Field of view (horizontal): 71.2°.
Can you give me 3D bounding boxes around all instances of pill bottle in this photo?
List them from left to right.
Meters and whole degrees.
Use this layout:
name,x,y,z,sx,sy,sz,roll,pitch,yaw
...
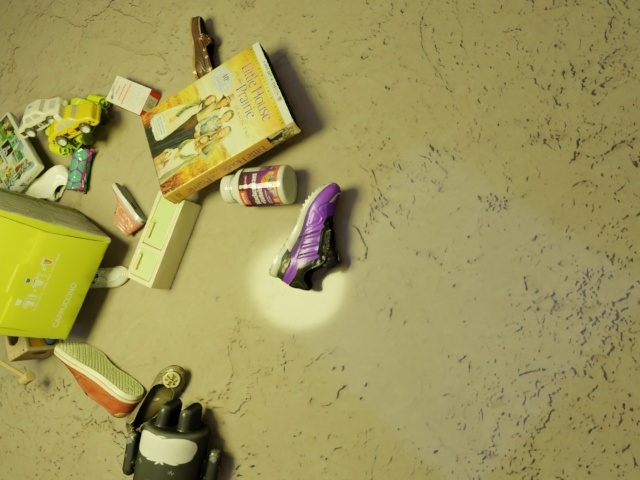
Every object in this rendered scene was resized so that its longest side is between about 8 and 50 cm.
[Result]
name,x,y,z,sx,sy,sz,roll,pitch,yaw
pill bottle,-0.170,-0.146,1.224,0.194,0.108,0.108,-2,80,20

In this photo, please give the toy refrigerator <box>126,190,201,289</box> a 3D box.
name,x,y,z,sx,sy,sz,roll,pitch,yaw
toy refrigerator,-0.462,0.000,1.317,0.102,0.094,0.269,21,89,22

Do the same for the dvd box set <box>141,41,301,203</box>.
name,x,y,z,sx,sy,sz,roll,pitch,yaw
dvd box set,-0.292,-0.330,1.258,0.421,0.062,0.307,-27,68,12

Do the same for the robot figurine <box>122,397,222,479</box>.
name,x,y,z,sx,sy,sz,roll,pitch,yaw
robot figurine,-0.383,0.561,1.155,0.209,0.174,0.278,3,82,45

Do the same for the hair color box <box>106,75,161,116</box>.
name,x,y,z,sx,sy,sz,roll,pitch,yaw
hair color box,-0.617,-0.471,1.476,0.167,0.053,0.093,27,92,21

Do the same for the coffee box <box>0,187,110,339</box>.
name,x,y,z,sx,sy,sz,roll,pitch,yaw
coffee box,-0.886,0.054,1.292,0.334,0.338,0.337,25,91,40

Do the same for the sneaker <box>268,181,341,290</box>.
name,x,y,z,sx,sy,sz,roll,pitch,yaw
sneaker,0.000,0.000,1.148,0.146,0.102,0.293,32,98,18

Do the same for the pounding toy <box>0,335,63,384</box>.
name,x,y,z,sx,sy,sz,roll,pitch,yaw
pounding toy,-0.897,0.330,1.377,0.094,0.181,0.206,-30,72,13

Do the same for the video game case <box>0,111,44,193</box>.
name,x,y,z,sx,sy,sz,roll,pitch,yaw
video game case,-1.124,-0.251,1.556,0.300,0.036,0.329,-44,63,4

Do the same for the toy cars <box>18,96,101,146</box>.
name,x,y,z,sx,sy,sz,roll,pitch,yaw
toy cars,-0.866,-0.401,1.443,0.394,0.087,0.176,17,70,32

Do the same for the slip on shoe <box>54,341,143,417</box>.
name,x,y,z,sx,sy,sz,roll,pitch,yaw
slip on shoe,-0.668,0.404,1.318,0.331,0.123,0.101,29,96,18

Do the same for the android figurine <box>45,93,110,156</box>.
name,x,y,z,sx,sy,sz,roll,pitch,yaw
android figurine,-0.821,-0.394,1.505,0.273,0.056,0.248,18,72,35

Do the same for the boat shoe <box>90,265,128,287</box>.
name,x,y,z,sx,sy,sz,roll,pitch,yaw
boat shoe,-0.686,0.113,1.397,0.184,0.063,0.066,-4,80,20

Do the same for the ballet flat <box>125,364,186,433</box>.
name,x,y,z,sx,sy,sz,roll,pitch,yaw
ballet flat,-0.463,0.451,1.247,0.084,0.058,0.250,40,99,-9

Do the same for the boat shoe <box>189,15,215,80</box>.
name,x,y,z,sx,sy,sz,roll,pitch,yaw
boat shoe,-0.360,-0.601,1.395,0.073,0.073,0.206,-8,85,17

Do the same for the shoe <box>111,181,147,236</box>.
name,x,y,z,sx,sy,sz,roll,pitch,yaw
shoe,-0.625,-0.098,1.410,0.081,0.063,0.178,-41,74,4

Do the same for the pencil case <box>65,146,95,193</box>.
name,x,y,z,sx,sy,sz,roll,pitch,yaw
pencil case,-0.805,-0.236,1.501,0.070,0.064,0.151,5,82,22

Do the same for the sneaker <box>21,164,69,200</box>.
name,x,y,z,sx,sy,sz,roll,pitch,yaw
sneaker,-0.945,-0.167,1.541,0.212,0.080,0.094,-32,83,11
